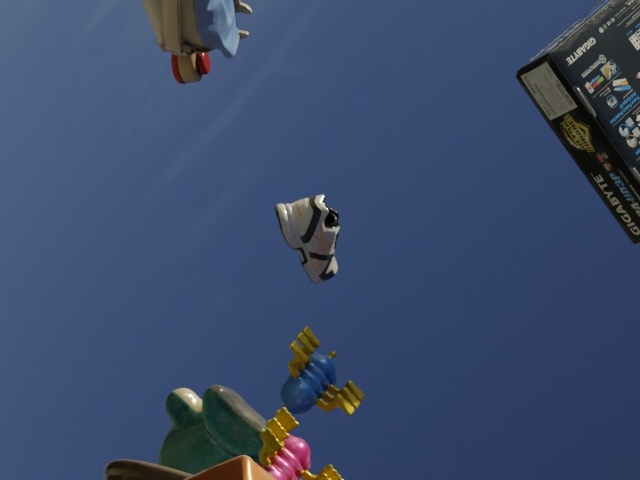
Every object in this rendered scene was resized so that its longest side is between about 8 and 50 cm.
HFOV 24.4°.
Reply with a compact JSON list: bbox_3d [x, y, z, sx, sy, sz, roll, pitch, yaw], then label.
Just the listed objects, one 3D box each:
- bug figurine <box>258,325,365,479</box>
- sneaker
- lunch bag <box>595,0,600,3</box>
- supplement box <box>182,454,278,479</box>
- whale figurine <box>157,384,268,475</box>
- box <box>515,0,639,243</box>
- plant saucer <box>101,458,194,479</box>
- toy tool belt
[{"bbox_3d":[0.027,0.224,1.345,0.072,0.279,0.216,-37,180,31],"label":"bug figurine"},{"bbox_3d":[0.000,0.000,1.179,0.044,0.109,0.040,-21,-119,6],"label":"sneaker"},{"bbox_3d":[0.421,-0.361,1.681,0.327,0.239,0.385,-97,-166,-60],"label":"lunch bag"},{"bbox_3d":[0.008,0.193,0.682,0.080,0.233,0.078,-27,-139,22],"label":"supplement box"},{"bbox_3d":[-0.125,0.275,1.831,0.141,0.216,0.272,-43,168,-21],"label":"whale figurine"},{"bbox_3d":[0.286,-0.130,1.237,0.220,0.175,0.051,-41,-172,-32],"label":"box"},{"bbox_3d":[-0.040,0.238,1.080,0.278,0.278,0.041,-9,-129,58],"label":"plant saucer"},{"bbox_3d":[-0.056,-0.112,0.733,0.051,0.083,0.052,-5,-131,12],"label":"toy tool belt"}]
